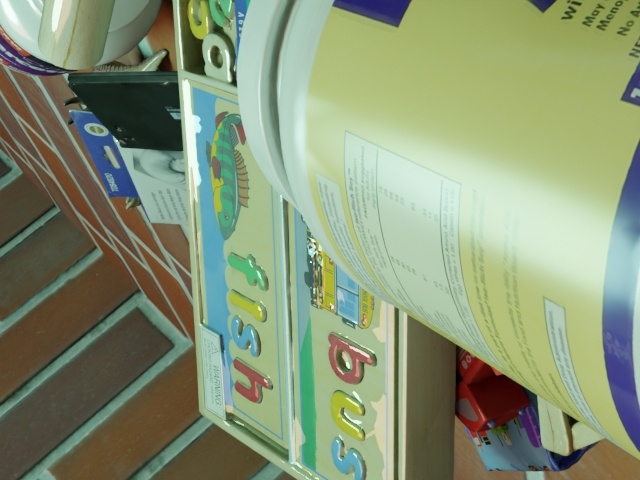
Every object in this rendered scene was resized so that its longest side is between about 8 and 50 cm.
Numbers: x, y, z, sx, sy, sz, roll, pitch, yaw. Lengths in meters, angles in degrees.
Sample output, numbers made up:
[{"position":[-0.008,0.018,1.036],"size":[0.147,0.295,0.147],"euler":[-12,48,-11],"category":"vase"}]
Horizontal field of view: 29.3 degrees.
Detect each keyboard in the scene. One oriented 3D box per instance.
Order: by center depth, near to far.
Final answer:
[{"position":[-0.111,-0.117,1.301],"size":[0.317,0.033,0.201],"euler":[7,148,38],"category":"keyboard"}]

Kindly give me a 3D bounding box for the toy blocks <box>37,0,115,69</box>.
[{"position":[-0.147,-0.329,0.773],"size":[0.288,0.309,0.260],"euler":[35,137,10],"category":"toy blocks"}]

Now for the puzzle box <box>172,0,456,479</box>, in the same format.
[{"position":[-0.008,0.000,0.920],"size":[0.272,0.052,0.409],"euler":[23,122,46],"category":"puzzle box"}]

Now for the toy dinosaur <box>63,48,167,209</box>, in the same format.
[{"position":[-0.265,-0.183,1.641],"size":[0.200,0.127,0.295],"euler":[52,162,18],"category":"toy dinosaur"}]

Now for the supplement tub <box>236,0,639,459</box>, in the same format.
[{"position":[0.130,-0.048,0.550],"size":[0.331,0.241,0.241],"euler":[31,157,50],"category":"supplement tub"}]

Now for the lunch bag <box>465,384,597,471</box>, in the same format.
[{"position":[0.137,0.035,1.013],"size":[0.293,0.138,0.221],"euler":[57,169,6],"category":"lunch bag"}]

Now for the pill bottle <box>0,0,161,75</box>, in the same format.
[{"position":[-0.277,-0.272,1.309],"size":[0.181,0.181,0.323],"euler":[54,165,-17],"category":"pill bottle"}]

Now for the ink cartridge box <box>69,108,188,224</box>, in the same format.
[{"position":[-0.181,-0.084,1.513],"size":[0.224,0.045,0.223],"euler":[3,155,7],"category":"ink cartridge box"}]

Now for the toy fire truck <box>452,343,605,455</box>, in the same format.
[{"position":[0.152,0.093,0.816],"size":[0.135,0.047,0.192],"euler":[60,148,26],"category":"toy fire truck"}]
